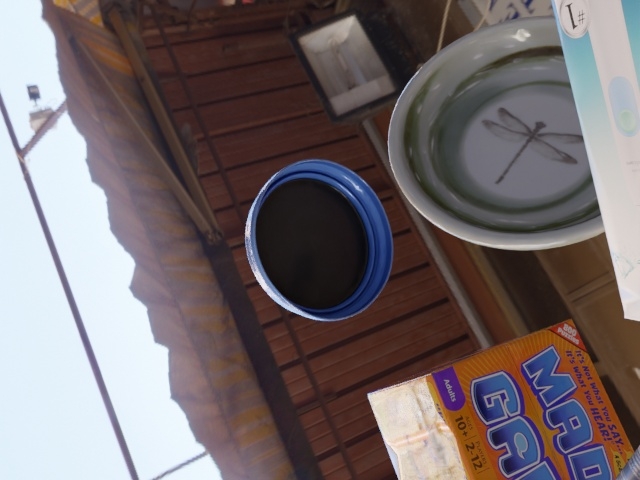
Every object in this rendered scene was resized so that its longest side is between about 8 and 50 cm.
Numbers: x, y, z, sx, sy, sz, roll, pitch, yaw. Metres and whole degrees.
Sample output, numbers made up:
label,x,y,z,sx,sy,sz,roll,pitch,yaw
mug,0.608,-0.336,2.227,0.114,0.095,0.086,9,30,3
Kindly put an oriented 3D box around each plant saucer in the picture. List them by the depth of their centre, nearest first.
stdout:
label,x,y,z,sx,sy,sz,roll,pitch,yaw
plant saucer,0.305,-0.151,0.897,0.401,0.100,0.400,-9,-120,16

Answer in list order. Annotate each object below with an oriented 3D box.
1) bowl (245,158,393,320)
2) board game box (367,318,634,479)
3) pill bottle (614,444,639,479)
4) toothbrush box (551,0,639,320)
label,x,y,z,sx,sy,sz,roll,pitch,yaw
bowl,0.000,0.000,1.462,0.391,0.077,0.390,7,-104,-31
board game box,0.375,0.422,1.305,0.357,0.356,0.356,-15,-105,-21
pill bottle,0.448,0.280,0.743,0.108,0.108,0.180,27,-75,1
toothbrush box,0.306,-0.082,0.416,0.126,0.216,0.295,-21,-79,-17
